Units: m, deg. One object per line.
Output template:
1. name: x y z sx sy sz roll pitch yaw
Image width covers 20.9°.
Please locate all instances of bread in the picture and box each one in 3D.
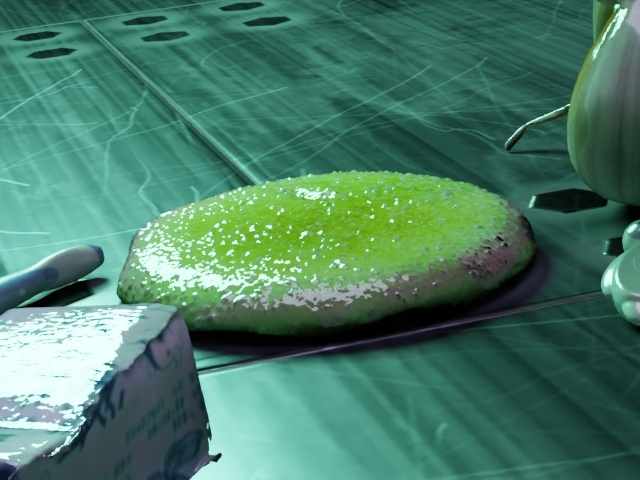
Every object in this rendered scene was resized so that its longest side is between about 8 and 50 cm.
1. bread: 0.000 0.000 0.931 0.228 0.034 0.228 -6 17 2

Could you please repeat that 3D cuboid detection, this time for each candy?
1. candy: -0.107 0.082 0.644 0.092 0.073 0.160 -4 18 20

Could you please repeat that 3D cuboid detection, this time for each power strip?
1. power strip: 0.162 0.021 0.834 0.055 0.035 0.083 -4 31 7

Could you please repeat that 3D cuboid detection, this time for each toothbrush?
1. toothbrush: -0.195 0.048 0.859 0.027 0.021 0.269 11 23 29

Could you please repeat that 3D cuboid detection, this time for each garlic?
1. garlic: 0.185 -0.125 1.011 0.207 0.207 0.256 -20 15 -38
